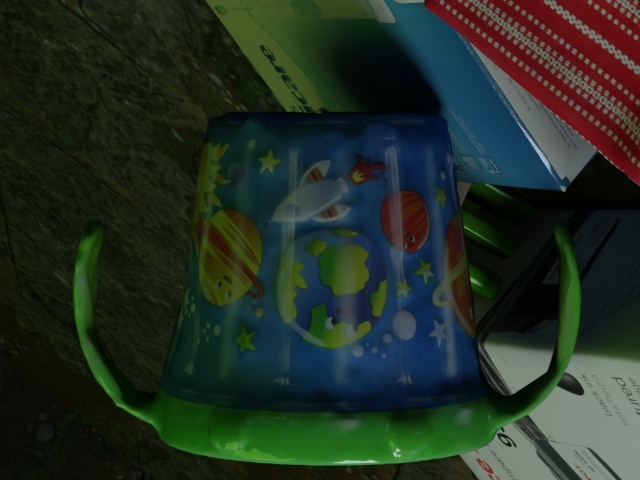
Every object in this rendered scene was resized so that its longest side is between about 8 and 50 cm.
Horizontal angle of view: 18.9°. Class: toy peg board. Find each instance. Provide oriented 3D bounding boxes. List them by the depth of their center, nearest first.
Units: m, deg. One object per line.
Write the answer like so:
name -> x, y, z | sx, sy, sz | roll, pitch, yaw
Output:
toy peg board -> 0.106, -0.020, 1.543 | 0.079, 0.161, 0.161 | 30, 164, -15

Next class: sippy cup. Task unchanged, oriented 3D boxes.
sippy cup -> 0.004, 0.024, 1.311 | 0.240, 0.306, 0.224 | 5, 97, 58

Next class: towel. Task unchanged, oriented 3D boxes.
towel -> 0.176, -0.184, 1.092 | 0.199, 0.031, 0.275 | 44, 132, 21

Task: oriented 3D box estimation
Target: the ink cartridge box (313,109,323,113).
ink cartridge box -> 0.000, 0.000, 1.479 | 0.181, 0.062, 0.104 | 64, 159, -3

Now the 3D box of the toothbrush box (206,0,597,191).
toothbrush box -> 0.065, -0.160, 1.382 | 0.216, 0.126, 0.295 | 53, 156, -24

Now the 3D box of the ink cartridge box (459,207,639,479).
ink cartridge box -> 0.260, 0.129, 1.511 | 0.285, 0.166, 0.395 | 52, 157, -20
